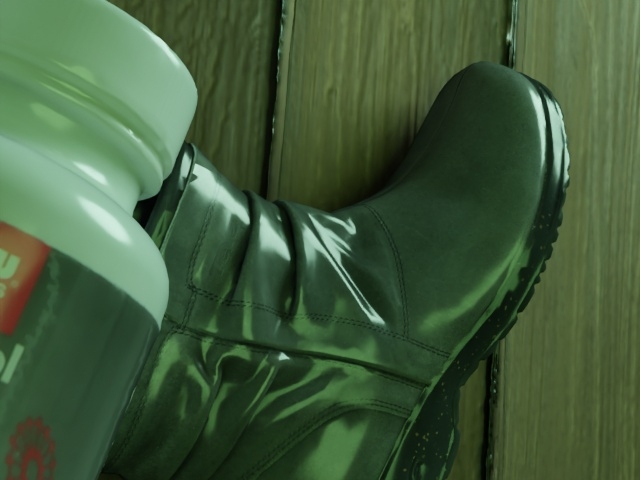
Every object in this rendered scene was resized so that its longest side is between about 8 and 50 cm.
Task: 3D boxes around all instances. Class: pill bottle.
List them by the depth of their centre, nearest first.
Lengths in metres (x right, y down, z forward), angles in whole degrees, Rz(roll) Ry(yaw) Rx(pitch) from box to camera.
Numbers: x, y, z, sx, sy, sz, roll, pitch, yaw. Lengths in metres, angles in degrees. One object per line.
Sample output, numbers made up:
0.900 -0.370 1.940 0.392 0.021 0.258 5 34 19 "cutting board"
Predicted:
-0.167 0.054 0.503 0.176 0.176 0.319 32 69 -32 "pill bottle"

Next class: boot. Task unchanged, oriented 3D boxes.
0.000 0.000 0.678 0.222 0.118 0.338 33 64 -26 "boot"
